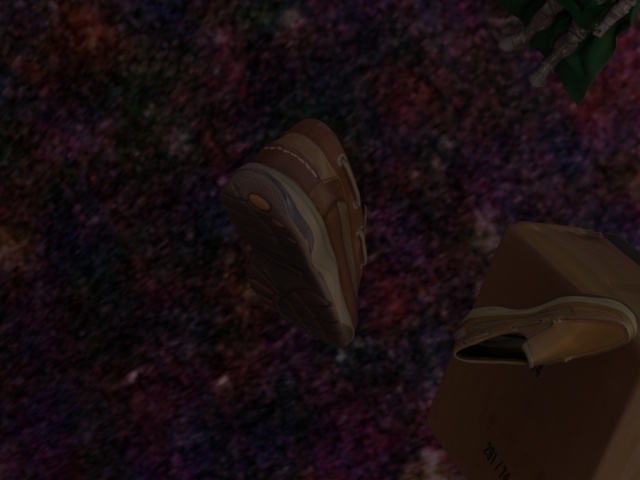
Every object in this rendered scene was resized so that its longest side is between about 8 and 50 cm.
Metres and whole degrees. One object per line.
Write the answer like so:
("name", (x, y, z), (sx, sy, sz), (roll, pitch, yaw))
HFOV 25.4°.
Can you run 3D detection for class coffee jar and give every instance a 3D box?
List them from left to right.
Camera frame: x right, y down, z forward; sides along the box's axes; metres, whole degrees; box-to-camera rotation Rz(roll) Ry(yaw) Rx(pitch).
("coffee jar", (0.383, 0.044, 1.908), (0.096, 0.184, 0.079), (40, 86, 8))

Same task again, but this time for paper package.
("paper package", (0.296, 0.185, 1.623), (0.168, 0.309, 0.325), (10, 22, -29))

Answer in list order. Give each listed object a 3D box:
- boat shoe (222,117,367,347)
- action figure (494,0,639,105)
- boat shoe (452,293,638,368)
("boat shoe", (0.000, 0.000, 1.351), (0.123, 0.324, 0.116), (30, 70, 18))
("action figure", (0.257, -0.236, 1.350), (0.137, 0.232, 0.063), (48, 54, 6))
("boat shoe", (0.223, 0.103, 1.428), (0.072, 0.190, 0.068), (-52, 125, -50))
